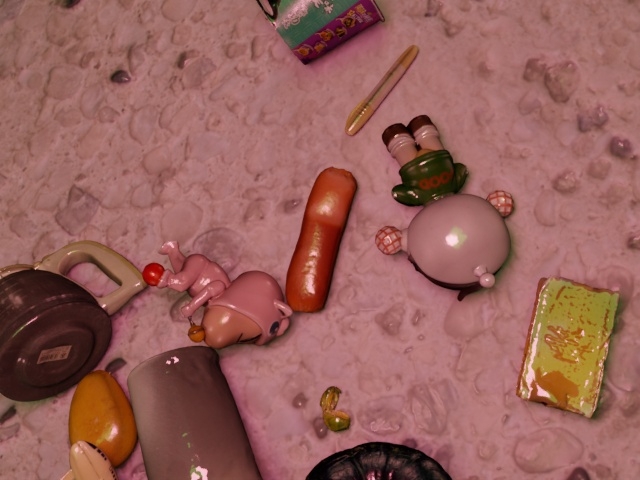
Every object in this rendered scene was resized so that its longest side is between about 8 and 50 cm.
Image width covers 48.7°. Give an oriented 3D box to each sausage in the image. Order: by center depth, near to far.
[{"bbox_3d":[0.000,0.000,1.395,0.089,0.083,0.300,13,78,14],"label":"sausage"}]

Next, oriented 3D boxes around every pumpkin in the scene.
[{"bbox_3d":[0.101,0.497,1.187,0.314,0.239,0.315,-7,52,9],"label":"pumpkin"}]

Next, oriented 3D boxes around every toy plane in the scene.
[{"bbox_3d":[-0.393,0.474,1.293,0.241,0.256,0.104,8,44,50],"label":"toy plane"}]

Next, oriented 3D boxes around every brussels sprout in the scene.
[{"bbox_3d":[0.025,0.321,1.341,0.050,0.046,0.084,-23,64,10],"label":"brussels sprout"}]

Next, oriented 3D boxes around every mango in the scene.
[{"bbox_3d":[-0.429,0.353,1.397,0.137,0.098,0.195,-13,68,11],"label":"mango"}]

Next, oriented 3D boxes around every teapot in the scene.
[{"bbox_3d":[-0.547,0.127,1.403,0.239,0.239,0.322,41,93,30],"label":"teapot"}]

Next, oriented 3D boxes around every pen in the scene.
[{"bbox_3d":[0.124,-0.313,1.466,0.040,0.032,0.233,34,84,40],"label":"pen"}]

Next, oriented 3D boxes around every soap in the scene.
[{"bbox_3d":[0.439,0.186,1.267,0.134,0.076,0.234,14,80,13],"label":"soap"}]

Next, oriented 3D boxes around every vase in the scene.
[{"bbox_3d":[-0.231,0.358,1.301,0.244,0.245,0.291,-24,65,5],"label":"vase"}]

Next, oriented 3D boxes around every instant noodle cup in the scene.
[{"bbox_3d":[-0.016,-0.491,1.434,0.190,0.251,0.251,-35,73,11],"label":"instant noodle cup"}]

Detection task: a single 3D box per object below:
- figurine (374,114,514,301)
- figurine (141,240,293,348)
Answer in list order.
[{"bbox_3d":[0.229,-0.062,1.323,0.281,0.167,0.370,-18,69,-7],"label":"figurine"},{"bbox_3d":[-0.199,0.114,1.336,0.287,0.176,0.186,33,68,-11],"label":"figurine"}]
